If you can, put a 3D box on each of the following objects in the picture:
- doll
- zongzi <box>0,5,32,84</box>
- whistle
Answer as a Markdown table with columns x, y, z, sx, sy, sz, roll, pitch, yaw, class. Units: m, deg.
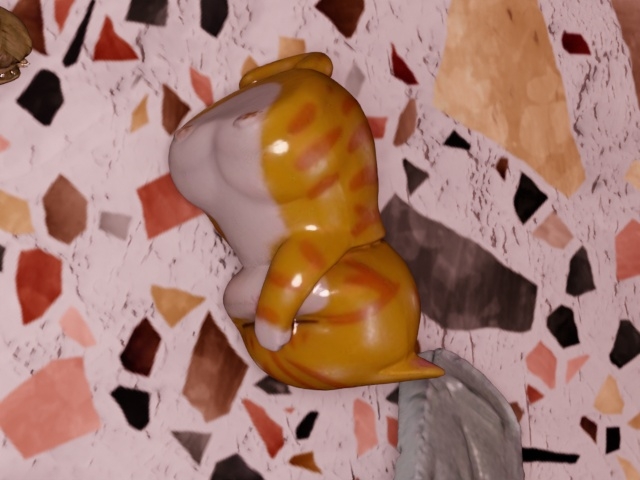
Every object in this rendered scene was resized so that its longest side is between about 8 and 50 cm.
| x | y | z | sx | sy | sz | roll | pitch | yaw | class |
| --- | --- | --- | --- | --- | --- | --- | --- | --- | --- |
| -0.015 | -0.005 | 1.532 | 0.162 | 0.166 | 0.270 | -17 | 100 | -36 | doll |
| -0.299 | -0.106 | 1.383 | 0.160 | 0.078 | 0.176 | 23 | 98 | -46 | zongzi |
| 0.090 | 0.273 | 1.570 | 0.168 | 0.188 | 0.405 | 40 | 63 | -28 | whistle |
